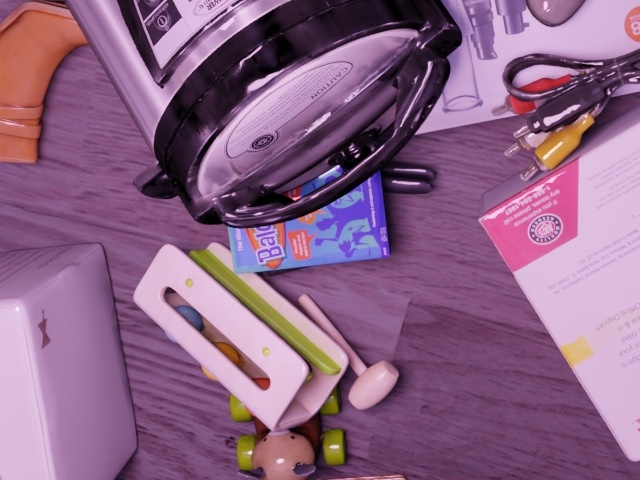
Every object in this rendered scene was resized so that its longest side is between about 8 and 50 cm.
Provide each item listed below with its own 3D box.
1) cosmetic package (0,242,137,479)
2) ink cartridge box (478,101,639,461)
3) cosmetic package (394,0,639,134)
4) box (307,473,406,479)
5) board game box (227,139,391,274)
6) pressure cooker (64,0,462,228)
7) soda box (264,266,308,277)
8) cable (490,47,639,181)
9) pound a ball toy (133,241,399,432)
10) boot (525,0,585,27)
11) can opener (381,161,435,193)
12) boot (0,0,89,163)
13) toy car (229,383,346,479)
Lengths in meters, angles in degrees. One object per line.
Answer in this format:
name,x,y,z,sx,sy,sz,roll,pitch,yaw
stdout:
cosmetic package,-0.498,0.207,1.503,0.393,0.329,0.328,-5,102,8
ink cartridge box,0.420,0.048,1.452,0.279,0.160,0.385,-31,96,12
cosmetic package,0.255,-0.307,1.431,0.377,0.097,0.285,-11,103,8
box,0.052,0.446,1.642,0.164,0.021,0.201,-5,98,7
board game box,-0.020,-0.047,1.477,0.210,0.047,0.160,-7,98,7
pressure cooker,-0.060,-0.238,1.292,0.420,0.375,0.370,59,147,15
soda box,0.000,0.000,1.544,0.168,0.053,0.060,-14,99,9
cable,0.339,-0.193,1.357,0.287,0.072,0.140,-26,77,15
pound a ball toy,-0.077,0.143,1.522,0.319,0.208,0.136,40,108,21
boot,0.319,-0.361,1.280,0.083,0.161,0.247,33,102,-1
can opener,0.062,-0.087,1.520,0.186,0.059,0.073,-2,146,12
boot,-0.396,-0.212,1.514,0.283,0.109,0.220,2,101,8
toy car,-0.052,0.280,1.540,0.155,0.188,0.149,-6,101,7
